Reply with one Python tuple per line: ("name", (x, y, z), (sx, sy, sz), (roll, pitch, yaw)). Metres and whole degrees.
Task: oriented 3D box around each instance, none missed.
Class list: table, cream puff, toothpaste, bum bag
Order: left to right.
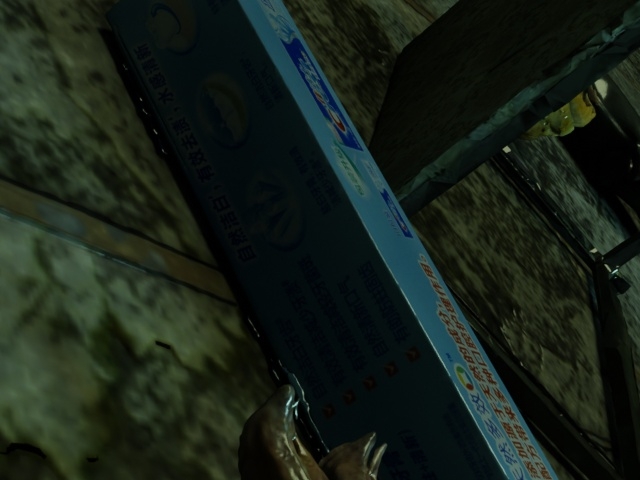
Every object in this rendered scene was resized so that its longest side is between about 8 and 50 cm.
("toothpaste", (0.000, 0.000, 0.428), (0.053, 0.066, 0.272), (8, 49, -59))
("cream puff", (0.180, -0.145, 0.921), (0.133, 0.104, 0.119), (-32, 117, -60))
("bum bag", (0.298, -0.123, 1.153), (0.142, 0.080, 0.326), (28, 29, -58))
("table", (0.203, -0.042, 0.672), (0.272, 0.222, 0.335), (45, 25, -13))

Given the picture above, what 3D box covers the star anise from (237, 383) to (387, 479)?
("star anise", (0.004, 0.112, 0.305), (0.141, 0.042, 0.141), (49, 22, -28))
